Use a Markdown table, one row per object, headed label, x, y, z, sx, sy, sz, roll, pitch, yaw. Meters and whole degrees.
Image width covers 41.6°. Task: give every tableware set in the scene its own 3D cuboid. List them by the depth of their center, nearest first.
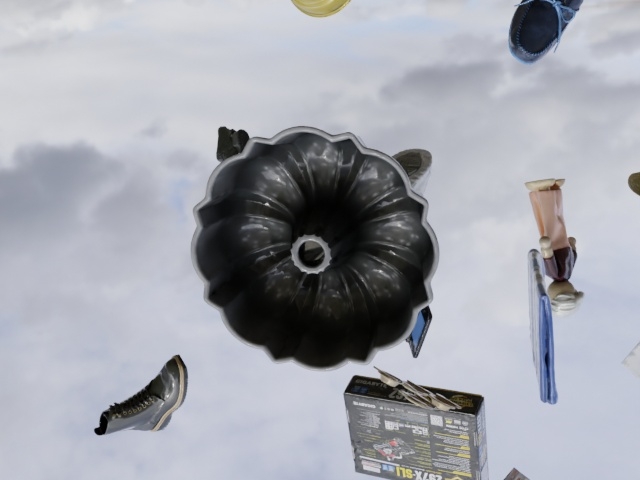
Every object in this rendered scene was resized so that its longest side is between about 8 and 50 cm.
| label | x | y | z | sx | sy | sz | roll | pitch | yaw |
| --- | --- | --- | --- | --- | --- | --- | --- | --- | --- |
| tableware set | 0.182 | 0.287 | 1.600 | 0.141 | 0.020 | 0.169 | 27 | -177 | 41 |

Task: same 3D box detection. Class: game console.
| label | x | y | z | sx | sy | sz | roll | pitch | yaw |
| --- | --- | --- | --- | --- | --- | --- | --- | --- | --- |
| game console | 0.193 | 0.185 | 1.892 | 0.071 | 0.122 | 0.107 | 10 | -151 | -11 |

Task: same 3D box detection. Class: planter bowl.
| label | x | y | z | sx | sy | sz | roll | pitch | yaw |
| --- | --- | --- | --- | --- | --- | --- | --- | --- | --- |
| planter bowl | -0.020 | -0.598 | 1.826 | 0.217 | 0.217 | 0.090 | 10 | -167 | 34 |

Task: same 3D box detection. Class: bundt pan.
| label | x | y | z | sx | sy | sz | roll | pitch | yaw |
| --- | --- | --- | --- | --- | --- | --- | --- | --- | --- |
| bundt pan | 0.000 | 0.000 | 1.131 | 0.331 | 0.330 | 0.124 | -1 | -163 | 13 |

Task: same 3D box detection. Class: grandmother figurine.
| label | x | y | z | sx | sy | sz | roll | pitch | yaw |
| --- | --- | --- | --- | --- | --- | --- | --- | --- | --- |
| grandmother figurine | 0.584 | 0.021 | 2.089 | 0.208 | 0.342 | 0.104 | -4 | 176 | -43 |

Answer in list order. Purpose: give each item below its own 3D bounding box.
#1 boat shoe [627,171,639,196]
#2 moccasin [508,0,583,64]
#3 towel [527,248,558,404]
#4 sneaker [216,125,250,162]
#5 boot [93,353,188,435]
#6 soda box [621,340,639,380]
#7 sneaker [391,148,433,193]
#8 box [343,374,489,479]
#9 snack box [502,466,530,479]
| label | x | y | z | sx | sy | sz | roll | pitch | yaw |
| --- | --- | --- | --- | --- | --- | --- | --- | --- | --- |
| boat shoe | 0.648 | -0.101 | 1.552 | 0.153 | 0.056 | 0.048 | 12 | -141 | 32 |
| moccasin | 0.534 | -0.561 | 1.924 | 0.138 | 0.342 | 0.117 | 29 | 165 | -6 |
| towel | 0.401 | 0.147 | 1.523 | 0.034 | 0.209 | 0.285 | -3 | -166 | 11 |
| sneaker | -0.198 | -0.186 | 1.901 | 0.051 | 0.170 | 0.089 | 13 | 158 | -43 |
| boot | -0.341 | 0.305 | 1.607 | 0.137 | 0.198 | 0.077 | -1 | -142 | -38 |
| soda box | 0.621 | 0.160 | 1.465 | 0.069 | 0.216 | 0.074 | -21 | -124 | -41 |
| sneaker | 0.152 | -0.072 | 1.594 | 0.090 | 0.115 | 0.232 | 14 | -121 | 27 |
| box | 0.224 | 0.457 | 1.974 | 0.322 | 0.257 | 0.079 | 5 | -147 | 25 |
| snack box | 0.292 | 0.471 | 1.446 | 0.178 | 0.022 | 0.064 | -49 | -176 | -4 |
